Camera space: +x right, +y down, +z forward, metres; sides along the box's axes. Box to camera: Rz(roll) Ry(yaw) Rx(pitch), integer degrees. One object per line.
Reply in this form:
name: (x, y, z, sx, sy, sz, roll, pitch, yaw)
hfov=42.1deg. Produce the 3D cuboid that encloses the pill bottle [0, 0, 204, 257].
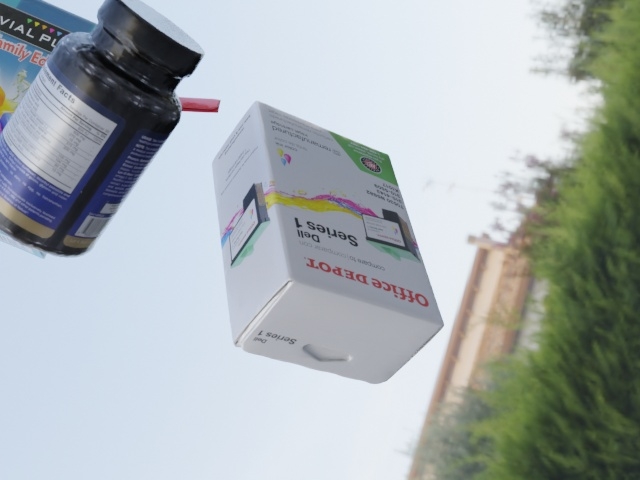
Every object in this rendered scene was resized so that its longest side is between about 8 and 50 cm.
pill bottle: (-0.200, -0.102, 0.732, 0.219, 0.123, 0.123, -52, -19, 13)

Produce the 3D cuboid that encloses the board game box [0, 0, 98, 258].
board game box: (-0.439, -0.179, 1.175, 0.079, 0.253, 0.336, 124, 168, -71)

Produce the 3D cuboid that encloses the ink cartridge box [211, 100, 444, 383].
ink cartridge box: (0.000, 0.000, 0.931, 0.117, 0.201, 0.278, -49, 37, 33)

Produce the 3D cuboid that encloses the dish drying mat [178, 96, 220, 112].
dish drying mat: (-0.196, -0.209, 1.273, 0.008, 0.083, 0.032, 92, -179, -46)
